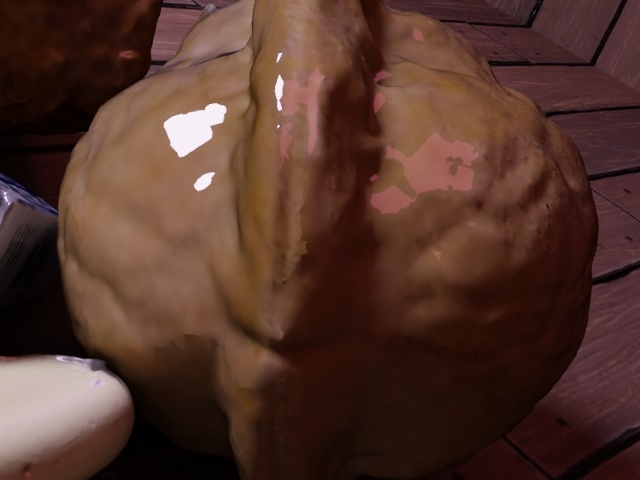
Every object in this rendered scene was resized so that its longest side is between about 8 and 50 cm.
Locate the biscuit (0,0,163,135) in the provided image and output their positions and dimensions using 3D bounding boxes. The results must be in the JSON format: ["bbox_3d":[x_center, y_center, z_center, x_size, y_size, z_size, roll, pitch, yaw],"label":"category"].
[{"bbox_3d":[-0.357,-0.165,0.746,0.395,0.166,0.343,0,6,-35],"label":"biscuit"}]

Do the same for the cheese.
[{"bbox_3d":[-0.186,0.106,0.414,0.127,0.050,0.255,6,11,15],"label":"cheese"}]

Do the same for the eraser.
[{"bbox_3d":[-0.245,-0.016,0.632,0.130,0.086,0.287,31,-5,-4],"label":"eraser"}]

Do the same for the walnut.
[{"bbox_3d":[0.008,-0.004,0.641,0.384,0.383,0.383,17,28,-10],"label":"walnut"}]
